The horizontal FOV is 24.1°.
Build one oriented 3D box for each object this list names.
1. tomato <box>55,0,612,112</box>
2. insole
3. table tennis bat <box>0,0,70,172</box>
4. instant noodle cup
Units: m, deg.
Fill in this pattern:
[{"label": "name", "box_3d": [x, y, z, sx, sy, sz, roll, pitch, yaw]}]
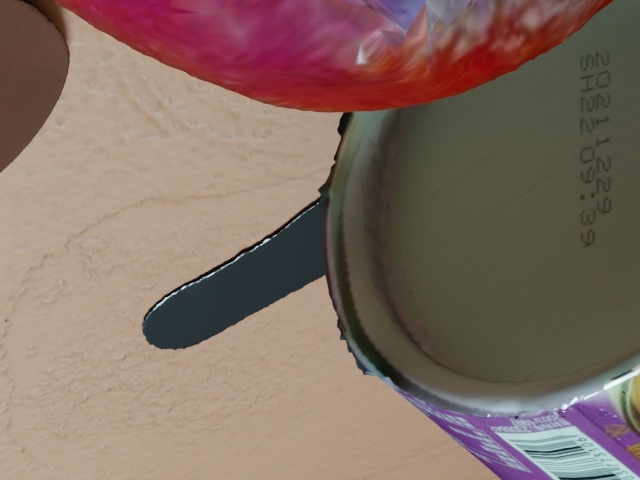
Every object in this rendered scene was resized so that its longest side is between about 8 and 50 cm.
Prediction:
[{"label": "tomato", "box_3d": [0.019, -0.167, 0.481, 0.334, 0.176, 0.290, 13, 128, -42]}, {"label": "insole", "box_3d": [0.000, -0.001, 0.846, 0.232, 0.003, 0.080, -32, 146, 9]}, {"label": "table tennis bat", "box_3d": [-0.195, -0.052, 0.565, 0.154, 0.021, 0.274, -43, 160, 14]}, {"label": "instant noodle cup", "box_3d": [0.173, 0.002, 0.716, 0.340, 0.340, 0.266, -40, 133, 20]}]
